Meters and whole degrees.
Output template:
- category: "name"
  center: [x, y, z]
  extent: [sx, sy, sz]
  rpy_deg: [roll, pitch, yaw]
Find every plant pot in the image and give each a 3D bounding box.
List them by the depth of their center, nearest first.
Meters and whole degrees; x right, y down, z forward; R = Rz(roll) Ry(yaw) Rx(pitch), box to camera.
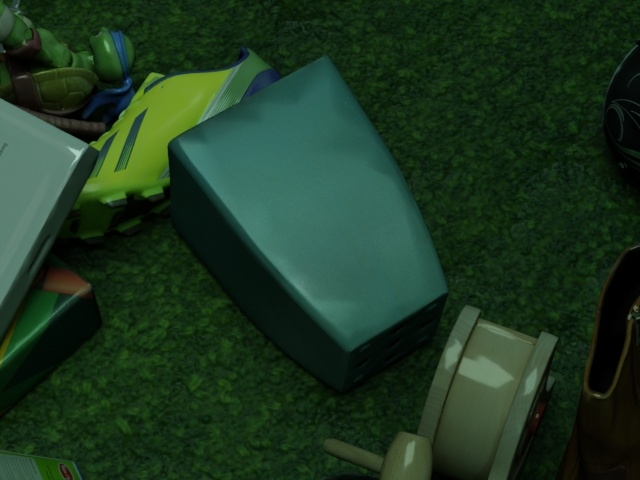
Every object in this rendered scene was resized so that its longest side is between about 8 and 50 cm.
- category: "plant pot"
  center: [0.000, 0.000, 1.479]
  extent: [0.165, 0.165, 0.234]
  rpy_deg: [-31, 70, -17]

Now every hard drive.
- category: "hard drive"
  center: [-0.367, -0.055, 1.445]
  extent: [0.307, 0.040, 0.203]
  rpy_deg: [27, 87, 16]

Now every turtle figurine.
- category: "turtle figurine"
  center: [-0.327, -0.195, 1.585]
  extent: [0.266, 0.275, 0.198]
  rpy_deg: [-25, 27, -9]

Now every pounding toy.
- category: "pounding toy"
  center: [0.099, 0.121, 1.342]
  extent: [0.155, 0.269, 0.154]
  rpy_deg: [19, 97, 12]

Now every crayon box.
- category: "crayon box"
  center: [-0.373, 0.103, 1.462]
  extent: [0.202, 0.081, 0.318]
  rpy_deg: [36, 66, 20]

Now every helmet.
- category: "helmet"
  center: [0.355, -0.102, 1.541]
  extent: [0.169, 0.169, 0.161]
  rpy_deg: [-34, 46, -18]

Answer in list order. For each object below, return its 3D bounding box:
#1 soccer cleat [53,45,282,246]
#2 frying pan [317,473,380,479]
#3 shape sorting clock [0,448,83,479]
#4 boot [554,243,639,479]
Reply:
- category: "soccer cleat"
  center: [-0.159, -0.089, 1.565]
  extent: [0.289, 0.093, 0.121]
  rpy_deg: [-27, 76, -21]
- category: "frying pan"
  center: [0.077, 0.259, 1.311]
  extent: [0.326, 0.053, 0.197]
  rpy_deg: [-22, 59, 17]
- category: "shape sorting clock"
  center: [-0.244, 0.217, 1.344]
  extent: [0.206, 0.206, 0.040]
  rpy_deg: [23, 105, 14]
- category: "boot"
  center: [0.217, 0.179, 1.285]
  extent: [0.096, 0.280, 0.264]
  rpy_deg: [21, 61, 17]
